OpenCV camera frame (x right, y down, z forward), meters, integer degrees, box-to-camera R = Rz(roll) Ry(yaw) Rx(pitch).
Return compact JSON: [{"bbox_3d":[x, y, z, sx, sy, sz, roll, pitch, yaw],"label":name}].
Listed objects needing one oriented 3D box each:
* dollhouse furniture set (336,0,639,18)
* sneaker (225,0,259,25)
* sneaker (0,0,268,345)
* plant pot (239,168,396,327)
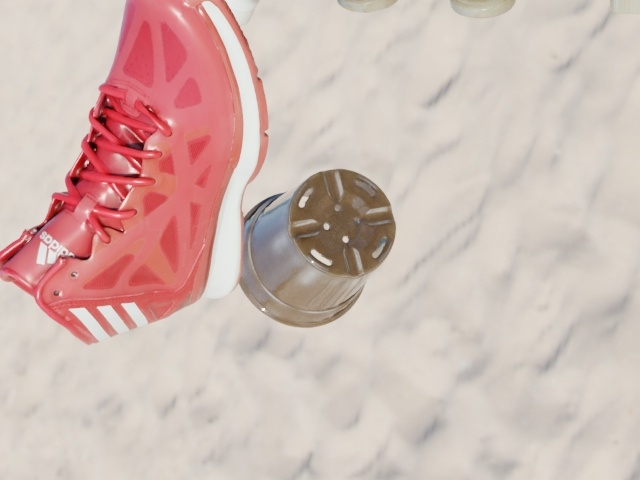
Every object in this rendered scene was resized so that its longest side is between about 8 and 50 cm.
[{"bbox_3d":[0.100,-0.225,0.950,0.161,0.242,0.212,-69,-22,-46],"label":"dollhouse furniture set"},{"bbox_3d":[-0.102,-0.338,1.492,0.152,0.114,0.305,-51,52,32],"label":"sneaker"},{"bbox_3d":[-0.101,-0.028,0.824,0.087,0.128,0.221,34,142,34],"label":"sneaker"},{"bbox_3d":[0.000,0.000,1.841,0.165,0.167,0.167,137,145,-66],"label":"plant pot"}]
